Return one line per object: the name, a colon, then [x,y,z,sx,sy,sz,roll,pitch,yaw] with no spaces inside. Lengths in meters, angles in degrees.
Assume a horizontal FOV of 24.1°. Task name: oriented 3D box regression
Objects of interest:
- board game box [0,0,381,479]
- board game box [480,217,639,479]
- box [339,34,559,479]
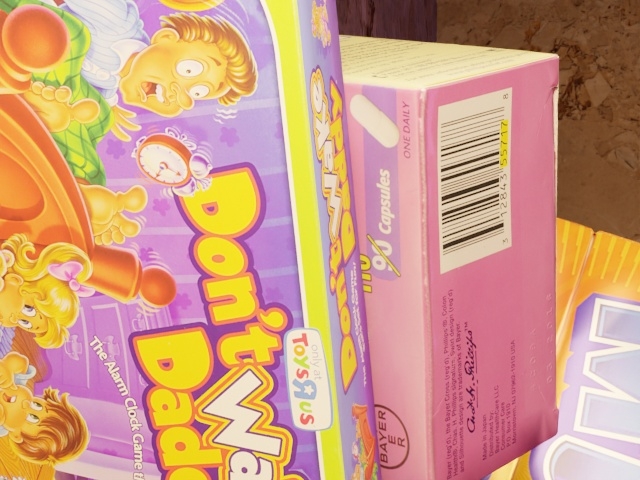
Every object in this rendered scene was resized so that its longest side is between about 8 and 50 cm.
board game box: [-0.102,-0.004,0.719,0.078,0.233,0.347,-46,131,-71]
board game box: [0.131,0.213,1.097,0.356,0.356,0.356,81,29,-67]
box: [0.000,0.000,0.830,0.117,0.243,0.213,-18,113,-45]
